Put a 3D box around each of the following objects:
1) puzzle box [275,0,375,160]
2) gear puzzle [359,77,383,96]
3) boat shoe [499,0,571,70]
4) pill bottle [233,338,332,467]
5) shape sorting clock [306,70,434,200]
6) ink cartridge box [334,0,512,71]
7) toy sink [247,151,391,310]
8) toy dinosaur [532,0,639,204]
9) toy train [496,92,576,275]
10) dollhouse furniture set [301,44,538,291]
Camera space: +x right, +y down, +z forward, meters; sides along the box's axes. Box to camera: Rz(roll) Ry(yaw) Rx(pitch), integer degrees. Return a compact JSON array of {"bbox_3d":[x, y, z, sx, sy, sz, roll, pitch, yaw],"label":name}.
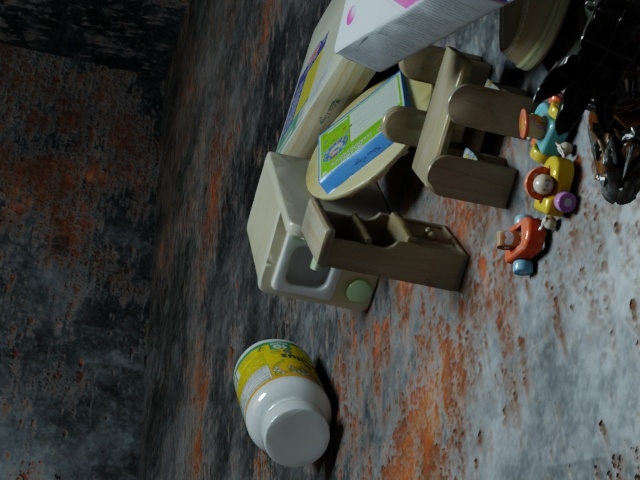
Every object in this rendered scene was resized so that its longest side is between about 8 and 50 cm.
[{"bbox_3d":[0.040,-0.284,1.931,0.409,0.052,0.272,129,159,-62],"label":"puzzle box"},{"bbox_3d":[0.028,-0.129,1.970,0.339,0.044,0.175,133,146,-64],"label":"gear puzzle"},{"bbox_3d":[0.196,-0.315,1.352,0.109,0.098,0.302,146,134,-70],"label":"boat shoe"},{"bbox_3d":[-0.049,0.222,1.859,0.208,0.117,0.117,-120,43,-69],"label":"pill bottle"},{"bbox_3d":[0.062,-0.131,1.711,0.206,0.040,0.206,-37,24,20],"label":"shape sorting clock"},{"bbox_3d":[0.136,-0.352,1.290,0.330,0.071,0.324,-19,55,66],"label":"ink cartridge box"},{"bbox_3d":[0.000,0.000,1.770,0.234,0.153,0.131,-111,34,-62],"label":"toy sink"},{"bbox_3d":[0.240,-0.161,0.968,0.218,0.164,0.322,-70,-29,-54],"label":"toy dinosaur"},{"bbox_3d":[0.194,-0.058,1.277,0.125,0.046,0.166,138,141,-66],"label":"toy train"},{"bbox_3d":[0.093,-0.087,1.451,0.212,0.161,0.242,-117,40,-68],"label":"dollhouse furniture set"}]
